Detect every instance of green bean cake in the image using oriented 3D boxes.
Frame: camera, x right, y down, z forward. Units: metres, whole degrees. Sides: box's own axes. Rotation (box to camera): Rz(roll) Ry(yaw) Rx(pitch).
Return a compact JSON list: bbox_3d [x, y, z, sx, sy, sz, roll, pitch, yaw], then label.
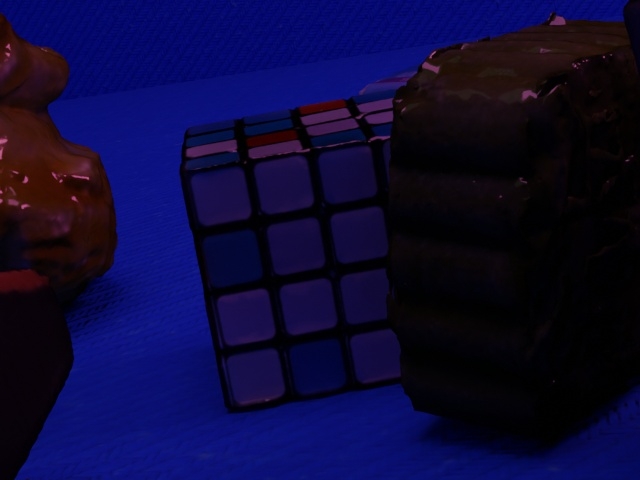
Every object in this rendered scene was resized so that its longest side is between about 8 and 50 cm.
[{"bbox_3d":[0.130,-0.014,0.706,0.113,0.200,0.214,12,21,37],"label":"green bean cake"}]

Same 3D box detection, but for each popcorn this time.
[{"bbox_3d":[-0.288,-0.054,1.050,0.276,0.276,0.225,5,26,46],"label":"popcorn"}]

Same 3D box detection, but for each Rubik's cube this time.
[{"bbox_3d":[0.000,0.000,0.828,0.154,0.155,0.151,-11,14,-2],"label":"Rubik's cube"}]

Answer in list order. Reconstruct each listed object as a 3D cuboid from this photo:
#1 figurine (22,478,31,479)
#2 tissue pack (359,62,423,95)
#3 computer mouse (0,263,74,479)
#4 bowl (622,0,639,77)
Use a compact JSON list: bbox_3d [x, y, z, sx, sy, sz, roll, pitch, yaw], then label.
[{"bbox_3d":[-0.152,0.149,0.592,0.050,0.047,0.083,-23,19,11],"label":"figurine"},{"bbox_3d":[0.192,-0.080,1.027,0.263,0.146,0.198,4,19,45],"label":"tissue pack"},{"bbox_3d":[-0.201,0.097,0.558,0.183,0.116,0.323,-44,9,7],"label":"computer mouse"},{"bbox_3d":[0.301,-0.022,0.502,0.353,0.185,0.354,-4,5,0],"label":"bowl"}]
